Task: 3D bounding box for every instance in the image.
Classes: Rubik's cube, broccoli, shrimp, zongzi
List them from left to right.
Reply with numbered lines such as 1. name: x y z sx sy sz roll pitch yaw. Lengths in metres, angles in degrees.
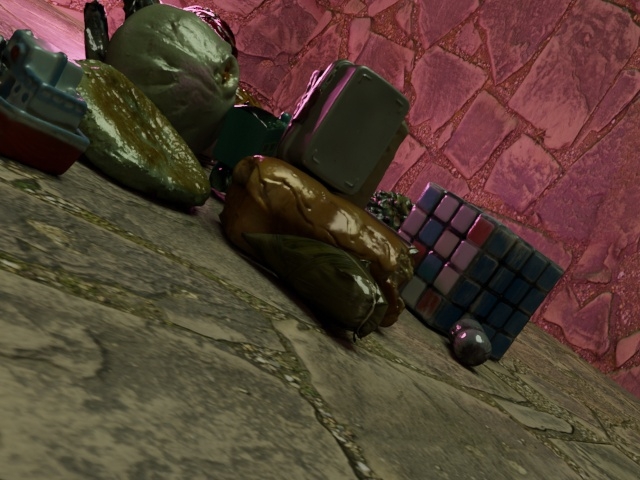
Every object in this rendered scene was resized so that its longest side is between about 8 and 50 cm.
1. shrimp: -0.370 -0.390 1.678 0.085 0.445 0.272 -11 4 31
2. zongzi: -0.012 0.049 1.232 0.204 0.094 0.205 28 9 -14
3. broccoli: 0.175 -0.012 2.124 0.177 0.199 0.275 -22 -47 41
4. Rubik's cube: 0.314 0.066 1.901 0.256 0.259 0.253 28 11 -37

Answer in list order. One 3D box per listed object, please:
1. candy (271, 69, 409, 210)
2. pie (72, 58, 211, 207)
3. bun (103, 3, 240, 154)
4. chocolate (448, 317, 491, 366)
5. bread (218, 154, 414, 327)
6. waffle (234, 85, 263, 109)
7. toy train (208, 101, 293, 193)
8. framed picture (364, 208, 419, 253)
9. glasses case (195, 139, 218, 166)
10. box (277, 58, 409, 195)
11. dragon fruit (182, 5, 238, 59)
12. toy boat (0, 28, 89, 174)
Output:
1. candy: 0.007 -0.128 1.599 0.179 0.321 0.135 26 5 -27
2. pie: -0.290 -0.160 1.365 0.323 0.070 0.323 45 14 -14
3. bun: -0.246 -0.294 1.611 0.187 0.293 0.293 -5 -20 38
4. chocolate: 0.282 0.191 1.666 0.072 0.072 0.167 33 8 -4
5. bread: 0.002 -0.006 1.420 0.344 0.149 0.195 31 7 -20
6. waffle: -0.158 -0.259 2.272 0.302 0.068 0.325 30 38 -62
7. toy train: -0.099 -0.172 1.728 0.120 0.194 0.298 32 23 19
8. framed picture: 0.042 -0.034 1.891 0.232 0.019 0.296 -4 27 -29
9. glasses case: -0.267 -0.206 1.972 0.102 0.070 0.193 5 11 -1
10. box: 0.038 -0.182 1.444 0.148 0.210 0.129 33 -3 -24
11. dragon fruit: -0.395 -0.542 2.640 0.329 0.329 0.329 33 7 -5
12. toy boat: -0.405 -0.220 1.121 0.332 0.133 0.145 39 10 37
